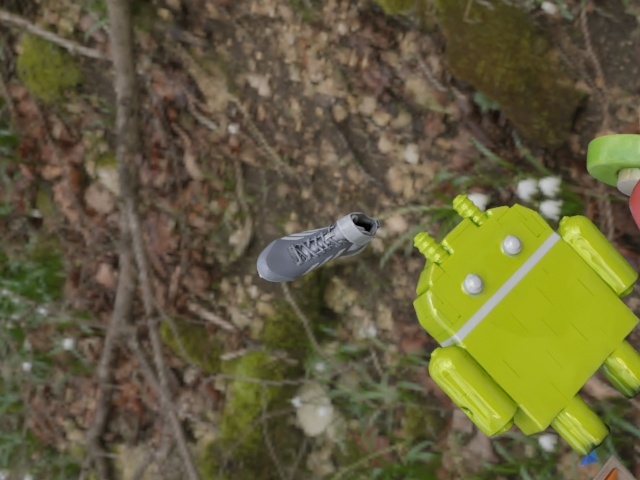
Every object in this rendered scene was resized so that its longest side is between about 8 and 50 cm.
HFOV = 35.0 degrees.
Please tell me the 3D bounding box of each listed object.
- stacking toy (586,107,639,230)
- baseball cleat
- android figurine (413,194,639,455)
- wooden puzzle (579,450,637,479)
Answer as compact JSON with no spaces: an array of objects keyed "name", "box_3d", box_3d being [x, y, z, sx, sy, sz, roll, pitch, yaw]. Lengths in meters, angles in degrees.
[{"name":"stacking toy","box_3d":[0.403,-0.019,0.986,0.279,0.308,0.130,159,126,-77]},{"name":"baseball cleat","box_3d":[0.000,0.000,1.547,0.072,0.205,0.109,60,145,12]},{"name":"android figurine","box_3d":[0.209,0.075,1.021,0.248,0.273,0.056,-40,-3,-22]},{"name":"wooden puzzle","box_3d":[0.320,0.278,1.089,0.078,0.116,0.014,-51,5,-27]}]
